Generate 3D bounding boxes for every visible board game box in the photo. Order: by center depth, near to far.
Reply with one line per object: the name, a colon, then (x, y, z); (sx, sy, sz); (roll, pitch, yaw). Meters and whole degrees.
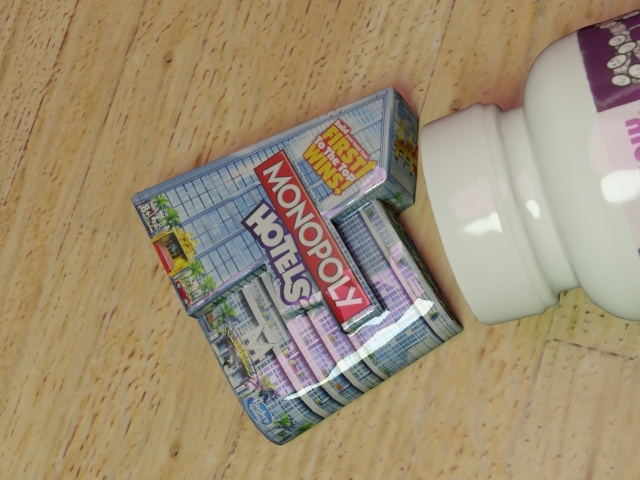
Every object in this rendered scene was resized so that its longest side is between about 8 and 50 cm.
board game box: (0.000, 0.000, 0.777); (0.194, 0.060, 0.194); (-35, 65, 10)

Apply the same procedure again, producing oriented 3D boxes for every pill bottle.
pill bottle: (0.215, -0.052, 0.645); (0.301, 0.169, 0.169); (-18, 68, 16)
